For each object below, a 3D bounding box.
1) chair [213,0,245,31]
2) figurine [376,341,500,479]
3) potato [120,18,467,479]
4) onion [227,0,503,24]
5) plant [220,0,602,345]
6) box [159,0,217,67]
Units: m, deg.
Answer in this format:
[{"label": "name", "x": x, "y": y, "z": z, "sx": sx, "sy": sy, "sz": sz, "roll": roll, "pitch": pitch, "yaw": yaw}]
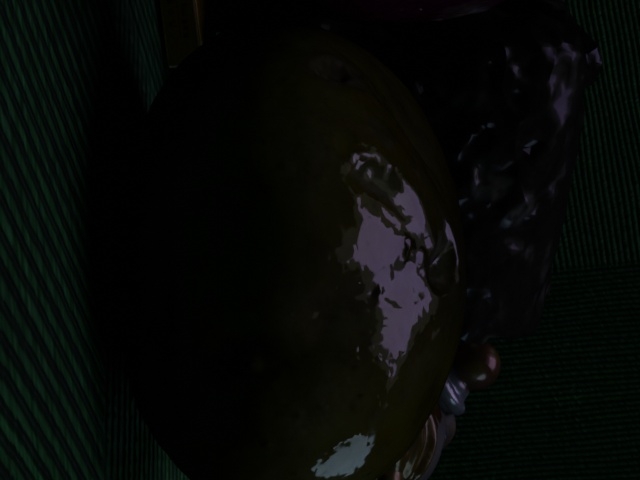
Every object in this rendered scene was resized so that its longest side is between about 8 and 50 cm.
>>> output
[{"label": "chair", "x": -0.056, "y": -0.148, "z": 1.103, "sx": 0.086, "sy": 0.037, "sz": 0.042, "roll": -85, "pitch": -179, "yaw": -49}, {"label": "figurine", "x": 0.051, "y": 0.105, "z": 1.340, "sx": 0.133, "sy": 0.194, "sz": 0.274, "roll": 48, "pitch": 45, "yaw": -13}, {"label": "potato", "x": -0.012, "y": 0.006, "z": 0.745, "sx": 0.228, "sy": 0.148, "sz": 0.197, "roll": -88, "pitch": -173, "yaw": -83}, {"label": "onion", "x": 0.077, "y": -0.261, "z": 0.700, "sx": 0.348, "sy": 0.385, "sz": 0.347, "roll": -7, "pitch": 90, "yaw": -70}, {"label": "plant", "x": 0.048, "y": -0.108, "z": 0.986, "sx": 0.215, "sy": 0.213, "sz": 0.312, "roll": -85, "pitch": -177, "yaw": -82}, {"label": "box", "x": -0.077, "y": -0.176, "z": 0.923, "sx": 0.089, "sy": 0.022, "sz": 0.156, "roll": -92, "pitch": 176, "yaw": -70}]
